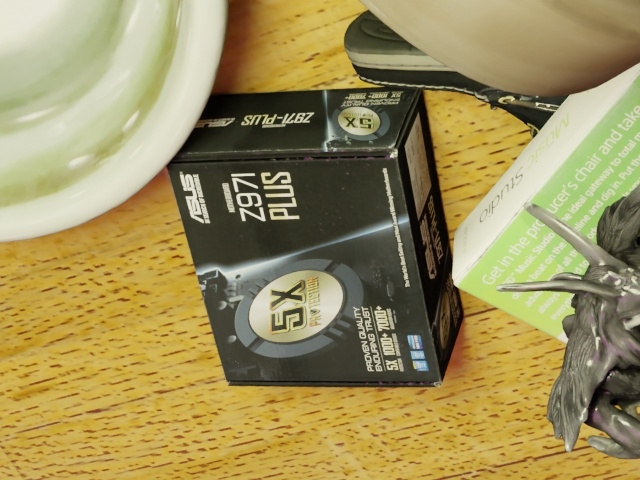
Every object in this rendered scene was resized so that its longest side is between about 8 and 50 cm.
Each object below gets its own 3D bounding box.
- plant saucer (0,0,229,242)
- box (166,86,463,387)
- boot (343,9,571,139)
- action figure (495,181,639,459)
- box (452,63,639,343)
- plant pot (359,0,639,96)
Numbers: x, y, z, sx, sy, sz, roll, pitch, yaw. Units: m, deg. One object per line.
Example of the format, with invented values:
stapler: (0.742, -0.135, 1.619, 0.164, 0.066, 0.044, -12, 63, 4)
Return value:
plant saucer: (-0.236, -0.187, 1.090, 0.400, 0.100, 0.400, 9, 127, 12)
box: (0.000, 0.000, 1.165, 0.147, 0.077, 0.180, 0, 124, 18)
boot: (0.137, -0.057, 1.079, 0.236, 0.085, 0.179, 1, 127, 16)
action figure: (0.214, 0.069, 0.950, 0.141, 0.164, 0.275, -15, 137, 40)
box: (0.267, 0.005, 1.026, 0.322, 0.058, 0.232, 27, 126, -17)
plant pot: (0.147, -0.261, 0.758, 0.280, 0.323, 0.323, -27, 113, 40)
